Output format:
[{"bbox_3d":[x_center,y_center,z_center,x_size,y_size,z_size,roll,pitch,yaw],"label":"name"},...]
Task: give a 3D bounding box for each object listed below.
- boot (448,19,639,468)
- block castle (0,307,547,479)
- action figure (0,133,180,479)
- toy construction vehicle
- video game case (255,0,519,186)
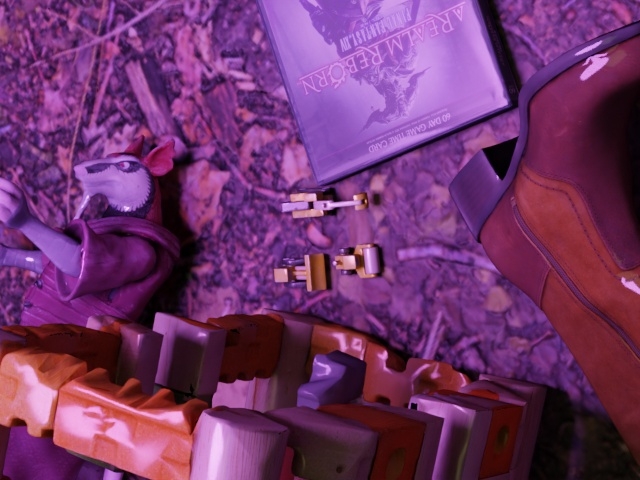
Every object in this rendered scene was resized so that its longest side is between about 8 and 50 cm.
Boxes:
[{"bbox_3d":[0.227,0.012,1.219,0.280,0.096,0.264,56,137,15],"label":"boot"},{"bbox_3d":[-0.048,0.186,1.253,0.303,0.453,0.213,14,97,31],"label":"block castle"},{"bbox_3d":[-0.205,0.081,1.499,0.276,0.248,0.370,31,89,-8],"label":"action figure"},{"bbox_3d":[0.000,0.000,1.440,0.098,0.035,0.086,0,97,34],"label":"toy construction vehicle"},{"bbox_3d":[0.034,-0.203,1.397,0.196,0.026,0.274,-22,83,34],"label":"video game case"}]
